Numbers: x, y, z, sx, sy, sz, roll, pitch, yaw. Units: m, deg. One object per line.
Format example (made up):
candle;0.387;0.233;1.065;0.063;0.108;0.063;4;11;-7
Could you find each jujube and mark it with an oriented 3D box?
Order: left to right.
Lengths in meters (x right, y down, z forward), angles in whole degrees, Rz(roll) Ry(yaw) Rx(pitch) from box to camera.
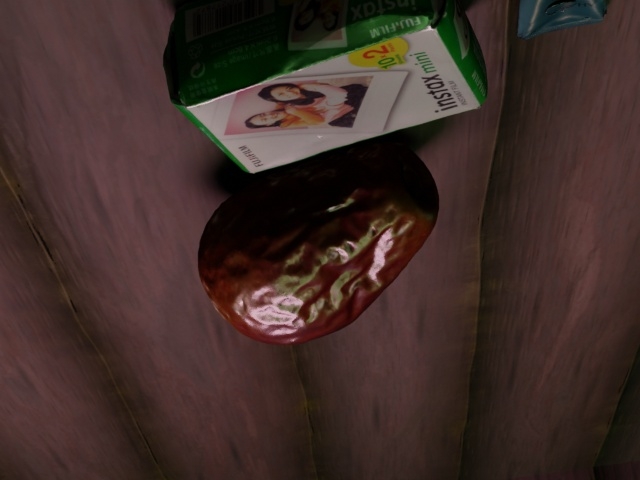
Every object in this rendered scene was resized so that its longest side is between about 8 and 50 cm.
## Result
jujube;0.000;0.000;1.681;0.255;0.190;0.190;-29;150;26

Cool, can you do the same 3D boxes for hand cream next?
hand cream;0.203;-0.226;1.393;0.083;0.048;0.224;-13;161;6

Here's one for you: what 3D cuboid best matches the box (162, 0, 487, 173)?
box;0.008;-0.157;1.403;0.250;0.103;0.180;-15;156;16
